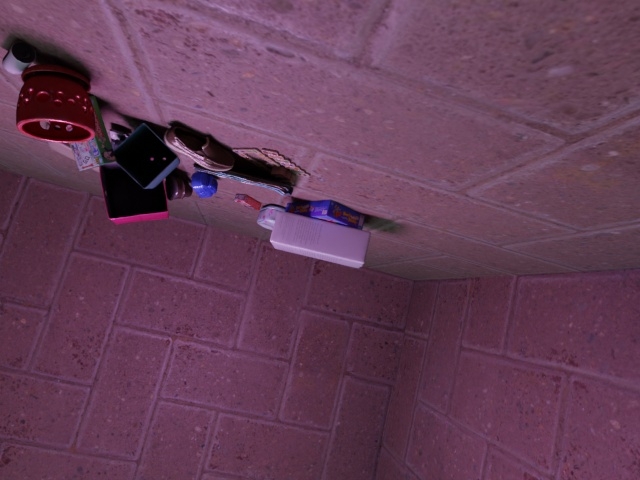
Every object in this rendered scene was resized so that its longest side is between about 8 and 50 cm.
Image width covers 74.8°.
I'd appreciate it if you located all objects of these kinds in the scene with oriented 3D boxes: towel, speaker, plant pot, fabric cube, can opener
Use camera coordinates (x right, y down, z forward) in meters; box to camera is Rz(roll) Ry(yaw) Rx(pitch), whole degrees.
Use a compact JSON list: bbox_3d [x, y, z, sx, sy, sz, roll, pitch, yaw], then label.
[{"bbox_3d":[-0.295,-0.245,1.680,0.370,0.040,0.271,15,-174,-1],"label":"towel"},{"bbox_3d":[-0.814,-0.491,1.130,0.136,0.055,0.055,5,168,45],"label":"speaker"},{"bbox_3d":[-0.630,-0.298,1.565,0.166,0.165,0.234,45,175,-8],"label":"plant pot"},{"bbox_3d":[-0.856,-0.224,1.949,0.259,0.254,0.258,-10,180,-20],"label":"fabric cube"},{"bbox_3d":[-0.748,-0.387,1.184,0.191,0.174,0.191,-5,177,0],"label":"plant pot"},{"bbox_3d":[-0.810,-0.377,1.681,0.076,0.095,0.283,19,169,-23],"label":"can opener"}]

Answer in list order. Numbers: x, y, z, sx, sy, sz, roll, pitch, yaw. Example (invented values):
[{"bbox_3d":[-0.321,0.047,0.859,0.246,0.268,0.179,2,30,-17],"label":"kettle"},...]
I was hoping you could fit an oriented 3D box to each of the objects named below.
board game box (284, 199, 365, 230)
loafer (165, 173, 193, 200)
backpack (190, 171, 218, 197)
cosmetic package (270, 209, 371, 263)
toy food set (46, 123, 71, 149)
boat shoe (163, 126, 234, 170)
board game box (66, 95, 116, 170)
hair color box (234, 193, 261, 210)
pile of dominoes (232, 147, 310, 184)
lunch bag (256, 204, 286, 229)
[{"bbox_3d":[0.014,-0.118,2.071,0.233,0.078,0.347,21,168,-38],"label":"board game box"},{"bbox_3d":[-0.721,-0.277,2.139,0.130,0.134,0.366,-7,-171,-22],"label":"loafer"},{"bbox_3d":[-0.542,-0.269,1.951,0.101,0.098,0.120,-10,157,11],"label":"backpack"},{"bbox_3d":[0.000,0.000,2.042,0.453,0.162,0.230,14,171,1],"label":"cosmetic package"},{"bbox_3d":[-1.095,-0.421,1.922,0.306,0.092,0.219,29,164,-30],"label":"toy food set"},{"bbox_3d":[-0.410,-0.319,1.462,0.257,0.095,0.095,18,160,-33],"label":"boat shoe"},{"bbox_3d":[-0.819,-0.363,1.465,0.046,0.214,0.317,-26,-161,-39],"label":"board game box"},{"bbox_3d":[-0.389,-0.206,2.247,0.072,0.043,0.141,9,169,30],"label":"hair color box"},{"bbox_3d":[-0.179,-0.272,1.553,0.196,0.040,0.251,8,169,35],"label":"pile of dominoes"},{"bbox_3d":[-0.198,-0.110,2.344,0.279,0.108,0.224,17,167,-24],"label":"lunch bag"}]
